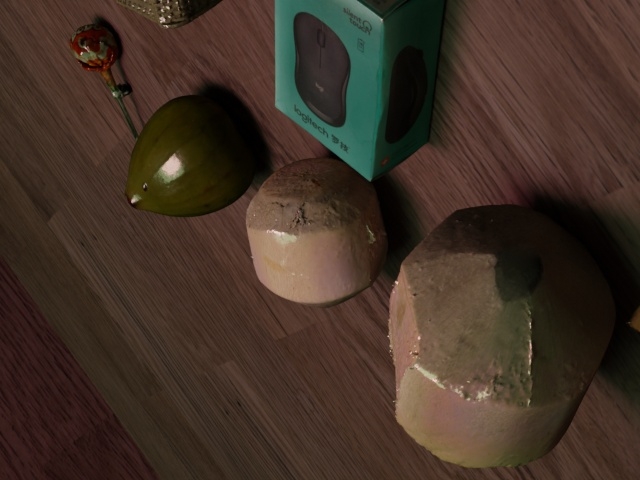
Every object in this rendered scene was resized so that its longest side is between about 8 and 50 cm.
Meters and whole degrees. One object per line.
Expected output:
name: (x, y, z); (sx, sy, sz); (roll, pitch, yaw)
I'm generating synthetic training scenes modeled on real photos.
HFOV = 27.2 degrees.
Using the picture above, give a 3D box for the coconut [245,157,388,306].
coconut: (0.000, 0.000, 2.005); (0.224, 0.224, 0.234); (16, 134, 50)

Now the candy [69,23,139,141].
candy: (-0.374, -0.270, 2.430); (0.084, 0.078, 0.288); (45, 161, 54)

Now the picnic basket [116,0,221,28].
picnic basket: (-0.229, -0.434, 1.936); (0.154, 0.134, 0.196); (29, 143, 38)

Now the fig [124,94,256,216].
fig: (-0.227, -0.125, 2.201); (0.203, 0.225, 0.203); (53, 177, 4)

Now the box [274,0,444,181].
box: (0.044, -0.253, 1.729); (0.205, 0.118, 0.311); (38, 150, 24)

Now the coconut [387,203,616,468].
coconut: (0.221, 0.114, 1.684); (0.297, 0.297, 0.309); (40, 150, 24)

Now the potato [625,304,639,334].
potato: (0.447, 0.108, 1.577); (0.172, 0.089, 0.100); (31, -174, -27)
